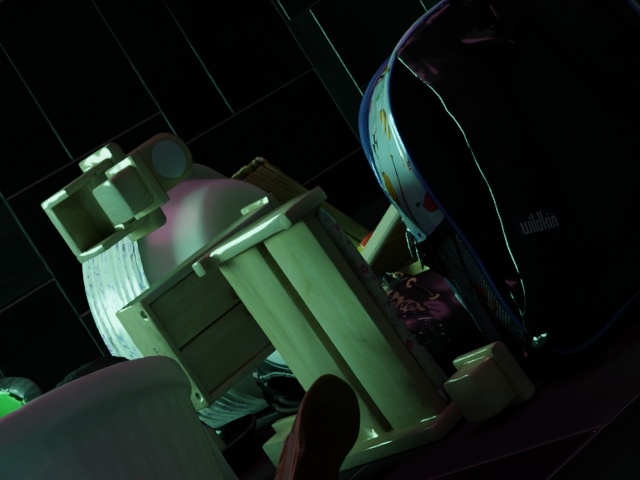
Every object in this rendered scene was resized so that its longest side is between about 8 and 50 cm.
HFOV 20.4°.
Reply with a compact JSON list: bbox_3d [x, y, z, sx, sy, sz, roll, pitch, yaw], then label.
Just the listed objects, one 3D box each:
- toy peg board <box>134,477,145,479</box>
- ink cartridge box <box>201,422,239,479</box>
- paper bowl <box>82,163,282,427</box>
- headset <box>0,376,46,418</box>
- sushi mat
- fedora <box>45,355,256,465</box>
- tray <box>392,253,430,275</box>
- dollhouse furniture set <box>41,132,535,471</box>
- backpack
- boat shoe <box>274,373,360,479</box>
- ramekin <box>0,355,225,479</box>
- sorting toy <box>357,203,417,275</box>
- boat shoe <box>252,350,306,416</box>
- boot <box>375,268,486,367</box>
[{"bbox_3d":[-0.157,0.213,1.024,0.161,0.079,0.160,-32,40,-4],"label":"toy peg board"},{"bbox_3d":[-0.145,0.214,1.474,0.143,0.092,0.090,-32,3,-18],"label":"ink cartridge box"},{"bbox_3d":[-0.108,0.047,1.918,0.148,0.284,0.284,-29,4,31],"label":"paper bowl"},{"bbox_3d":[-0.363,0.279,1.482,0.394,0.185,0.243,-40,23,-20],"label":"headset"},{"bbox_3d":[-0.019,0.004,2.128,0.151,0.316,0.019,-29,49,28],"label":"sushi mat"},{"bbox_3d":[-0.223,0.206,1.693,0.334,0.152,0.334,-32,1,1],"label":"fedora"},{"bbox_3d":[0.263,-0.052,1.817,0.203,0.076,0.411,-28,6,47],"label":"tray"},{"bbox_3d":[0.000,0.000,1.356,0.174,0.303,0.355,-39,8,-36],"label":"dollhouse furniture set"},{"bbox_3d":[0.164,-0.069,1.314,0.276,0.263,0.213,-34,4,-19],"label":"backpack"},{"bbox_3d":[-0.009,0.151,1.235,0.045,0.050,0.135,-44,18,41],"label":"boat shoe"},{"bbox_3d":[-0.183,0.204,1.234,0.273,0.127,0.273,-32,-12,-8],"label":"ramekin"},{"bbox_3d":[0.093,-0.008,1.807,0.193,0.038,0.208,-58,-22,1],"label":"sorting toy"},{"bbox_3d":[-0.019,0.117,1.684,0.108,0.102,0.301,-3,1,-9],"label":"boat shoe"},{"bbox_3d":[0.126,0.045,1.560,0.179,0.085,0.236,-30,10,2],"label":"boot"}]
